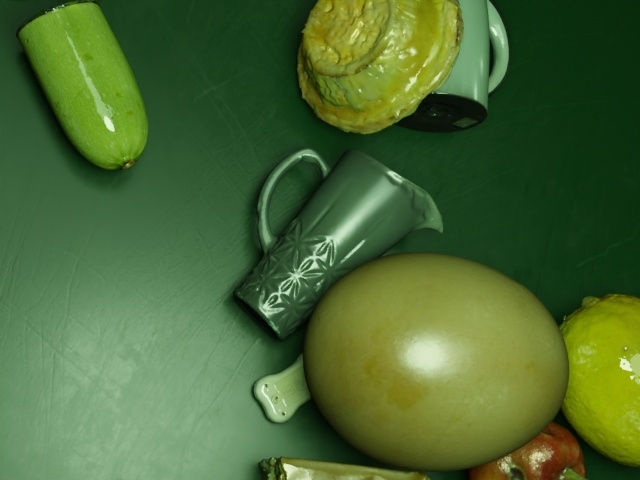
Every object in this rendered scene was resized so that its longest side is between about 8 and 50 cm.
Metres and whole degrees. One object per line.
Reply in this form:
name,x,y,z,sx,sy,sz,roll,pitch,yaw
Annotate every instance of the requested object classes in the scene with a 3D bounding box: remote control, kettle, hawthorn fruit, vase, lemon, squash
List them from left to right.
squash,-0.329,-0.211,1.586,0.133,0.132,0.247,-23,87,-19
remote control,-0.036,0.214,1.632,0.122,0.032,0.074,-29,88,-19
vase,0.000,0.000,1.636,0.251,0.156,0.301,43,77,4
kettle,0.210,-0.303,1.753,0.221,0.161,0.236,12,72,-27
hawthorn fruit,0.344,0.331,1.590,0.165,0.285,0.165,1,89,-41
lemon,0.466,0.212,1.674,0.236,0.236,0.263,-5,79,-17

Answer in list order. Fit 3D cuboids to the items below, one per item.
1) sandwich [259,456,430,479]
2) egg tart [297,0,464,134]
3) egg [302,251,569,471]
sandwich,0.005,0.362,1.547,0.198,0.155,0.227,44,70,-4
egg tart,0.075,-0.296,1.647,0.118,0.288,0.288,29,66,-53
egg,0.161,0.169,1.529,0.374,0.301,0.301,13,75,-7
